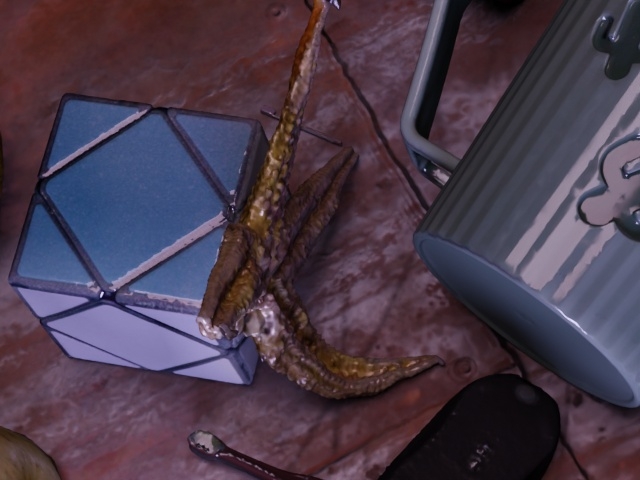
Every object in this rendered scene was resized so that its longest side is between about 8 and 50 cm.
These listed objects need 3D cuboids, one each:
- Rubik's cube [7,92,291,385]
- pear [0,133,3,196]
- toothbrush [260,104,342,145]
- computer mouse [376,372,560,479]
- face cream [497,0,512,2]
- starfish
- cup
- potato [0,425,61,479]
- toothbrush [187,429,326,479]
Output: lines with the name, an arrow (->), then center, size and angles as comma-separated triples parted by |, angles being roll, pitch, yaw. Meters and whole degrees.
Rubik's cube -> -0.154, 0.002, 1.847 | 0.205, 0.207, 0.205 | 9, 67, 12
pear -> -0.408, -0.075, 1.940 | 0.197, 0.197, 0.197 | -3, 66, 8
toothbrush -> -0.020, -0.118, 1.986 | 0.097, 0.006, 0.008 | 25, 69, 18
computer mouse -> 0.134, 0.214, 1.769 | 0.122, 0.073, 0.217 | 37, 58, 12
face cream -> 0.160, -0.365, 1.971 | 0.195, 0.175, 0.175 | 40, 78, 20
starfish -> -0.010, 0.002, 1.740 | 0.132, 0.398, 0.384 | 0, 60, 26
cup -> 0.275, -0.092, 1.792 | 0.392, 0.310, 0.401 | -52, 39, -9
potato -> -0.372, 0.277, 1.762 | 0.285, 0.242, 0.242 | -29, 65, -7
toothbrush -> 0.036, 0.255, 1.796 | 0.364, 0.041, 0.041 | 23, 72, 18
